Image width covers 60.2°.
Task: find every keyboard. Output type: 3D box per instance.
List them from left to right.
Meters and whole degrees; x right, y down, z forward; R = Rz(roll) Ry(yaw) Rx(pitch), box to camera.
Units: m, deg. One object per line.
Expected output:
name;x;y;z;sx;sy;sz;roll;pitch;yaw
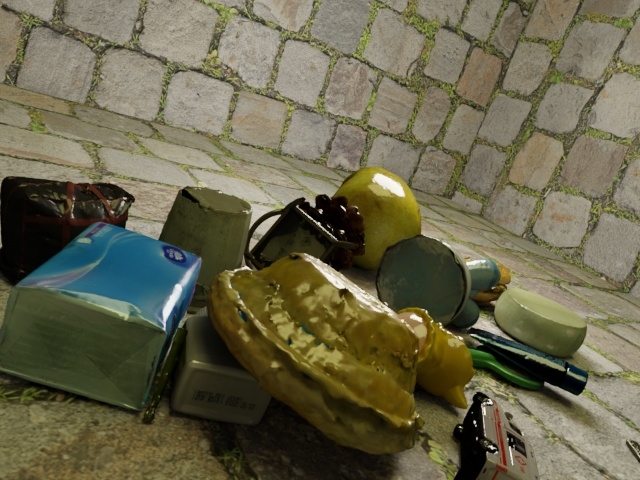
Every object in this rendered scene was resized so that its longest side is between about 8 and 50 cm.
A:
keyboard;0.642;0.433;1.071;0.049;0.015;0.129;21;15;0

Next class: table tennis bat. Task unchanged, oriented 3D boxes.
table tennis bat;0.399;0.278;1.257;0.257;0.039;0.160;16;15;-26

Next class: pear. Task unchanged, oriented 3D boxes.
pear;0.151;-0.052;1.600;0.304;0.304;0.304;19;16;-6

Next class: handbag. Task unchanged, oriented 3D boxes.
handbag;-0.438;-0.022;0.956;0.155;0.169;0.215;29;19;31

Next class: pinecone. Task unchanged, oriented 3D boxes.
pinecone;0.000;0.000;1.396;0.221;0.221;0.221;19;16;-6

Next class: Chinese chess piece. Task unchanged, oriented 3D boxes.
Chinese chess piece;0.621;0.229;1.571;0.250;0.101;0.250;19;16;-6

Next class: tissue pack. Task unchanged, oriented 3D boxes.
tissue pack;-0.299;0.091;0.795;0.198;0.146;0.263;20;15;-8

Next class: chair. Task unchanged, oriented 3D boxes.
chair;-0.061;0.019;1.205;0.166;0.188;0.272;42;-9;-15

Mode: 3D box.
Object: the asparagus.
asparagus;-0.203;0.175;0.726;0.015;0.127;0.018;4;-29;22

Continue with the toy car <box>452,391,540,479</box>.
toy car;0.268;0.322;0.842;0.108;0.089;0.209;23;18;6

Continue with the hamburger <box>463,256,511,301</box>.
hamburger;0.490;0.120;1.704;0.182;0.118;0.191;7;11;23

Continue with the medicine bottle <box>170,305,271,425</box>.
medicine bottle;-0.147;0.173;0.814;0.132;0.088;0.188;17;16;-18

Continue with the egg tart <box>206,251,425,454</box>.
egg tart;0.015;0.139;0.817;0.388;0.169;0.388;37;4;-3

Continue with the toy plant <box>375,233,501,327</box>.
toy plant;0.317;0.107;1.408;0.247;0.247;0.332;31;15;32

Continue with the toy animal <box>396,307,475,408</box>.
toy animal;0.184;0.205;1.012;0.230;0.156;0.156;41;6;-25

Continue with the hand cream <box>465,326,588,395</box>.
hand cream;0.468;0.264;1.269;0.270;0.061;0.120;26;9;20

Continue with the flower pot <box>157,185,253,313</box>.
flower pot;-0.235;0.008;1.069;0.212;0.202;0.212;15;17;-5
